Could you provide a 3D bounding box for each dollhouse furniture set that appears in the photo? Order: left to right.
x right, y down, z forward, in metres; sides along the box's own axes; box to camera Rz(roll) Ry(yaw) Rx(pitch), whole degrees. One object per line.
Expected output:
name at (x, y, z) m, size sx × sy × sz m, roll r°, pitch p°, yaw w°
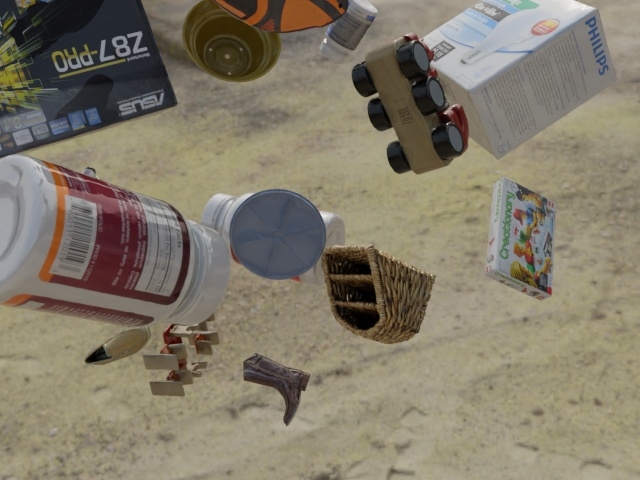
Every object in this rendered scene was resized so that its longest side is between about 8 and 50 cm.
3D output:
dollhouse furniture set at (-0.385, 0.239, 1.899) m, size 0.135 × 0.259 × 0.262 m, roll -3°, pitch 22°, yaw 14°

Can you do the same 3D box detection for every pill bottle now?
pill bottle at (-0.348, 0.020, 1.192) m, size 0.224 × 0.224 × 0.392 m, roll 14°, pitch -4°, yaw 40°
pill bottle at (-0.149, -0.016, 2.221) m, size 0.407 × 0.229 × 0.229 m, roll 16°, pitch 32°, yaw 22°
pill bottle at (0.059, -0.462, 1.609) m, size 0.078 × 0.137 × 0.078 m, roll 26°, pitch 31°, yaw -17°

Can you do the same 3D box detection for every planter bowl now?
planter bowl at (-0.202, -0.429, 1.630) m, size 0.217 × 0.217 × 0.090 m, roll -18°, pitch -11°, yaw -21°

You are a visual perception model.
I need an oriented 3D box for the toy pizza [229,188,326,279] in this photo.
toy pizza at (-0.088, -0.013, 1.522) m, size 0.201 × 0.201 × 0.032 m, roll -6°, pitch 20°, yaw 3°

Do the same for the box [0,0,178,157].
box at (-0.524, -0.359, 1.452) m, size 0.395 × 0.318 × 0.097 m, roll -22°, pitch 10°, yaw -25°

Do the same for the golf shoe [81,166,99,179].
golf shoe at (-0.473, -0.088, 1.542) m, size 0.067 × 0.186 × 0.086 m, roll 16°, pitch 71°, yaw -2°

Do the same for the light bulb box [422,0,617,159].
light bulb box at (0.481, -0.451, 1.879) m, size 0.361 × 0.225 × 0.358 m, roll -34°, pitch 37°, yaw 0°

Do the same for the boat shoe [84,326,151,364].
boat shoe at (-0.497, 0.262, 1.784) m, size 0.190 × 0.068 × 0.072 m, roll -33°, pitch -8°, yaw 23°

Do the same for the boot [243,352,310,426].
boot at (-0.085, 0.244, 1.211) m, size 0.114 × 0.037 × 0.106 m, roll 20°, pitch 45°, yaw 4°

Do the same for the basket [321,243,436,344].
basket at (0.119, 0.146, 1.949) m, size 0.223 × 0.213 × 0.299 m, roll 24°, pitch -11°, yaw -24°

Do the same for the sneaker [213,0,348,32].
sneaker at (0.003, -0.389, 0.894) m, size 0.321 × 0.180 × 0.124 m, roll -39°, pitch 46°, yaw 16°

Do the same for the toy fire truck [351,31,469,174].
toy fire truck at (0.170, -0.249, 1.264) m, size 0.158 × 0.217 × 0.246 m, roll -16°, pitch 18°, yaw 37°

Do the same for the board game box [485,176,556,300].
board game box at (0.556, -0.007, 2.025) m, size 0.193 × 0.053 × 0.305 m, roll 23°, pitch 59°, yaw -18°
